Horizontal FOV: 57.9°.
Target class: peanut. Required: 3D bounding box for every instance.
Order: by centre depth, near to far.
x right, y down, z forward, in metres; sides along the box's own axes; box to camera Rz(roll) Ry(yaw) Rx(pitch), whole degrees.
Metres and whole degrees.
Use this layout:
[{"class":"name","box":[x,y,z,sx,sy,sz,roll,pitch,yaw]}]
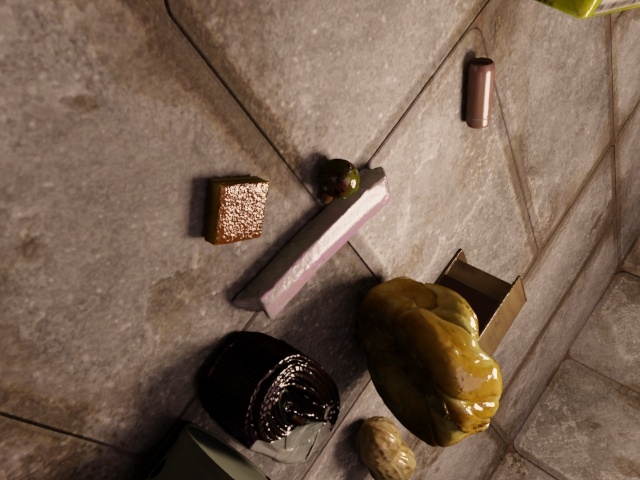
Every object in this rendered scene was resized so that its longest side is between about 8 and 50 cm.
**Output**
[{"class":"peanut","box":[0.164,0.530,1.448,0.298,0.136,0.120,65,33,-45]}]

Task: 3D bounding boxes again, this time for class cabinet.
[{"class":"cabinet","box":[0.374,0.169,1.433,0.215,0.175,0.148,-53,142,-12]}]

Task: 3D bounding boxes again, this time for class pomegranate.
[{"class":"pomegranate","box":[0.024,-0.096,0.957,0.085,0.073,0.073,-39,144,10]}]

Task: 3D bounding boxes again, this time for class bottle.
[{"class":"bottle","box":[0.327,-0.299,1.185,0.053,0.053,0.140,-35,135,-31]}]

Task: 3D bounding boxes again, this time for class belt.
[{"class":"belt","box":[-0.068,0.280,1.003,0.184,0.164,0.289,-61,143,-15]}]

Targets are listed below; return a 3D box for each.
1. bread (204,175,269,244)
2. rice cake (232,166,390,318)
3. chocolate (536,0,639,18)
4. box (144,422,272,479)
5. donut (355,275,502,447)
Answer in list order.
[{"class":"bread","box":[-0.123,-0.045,0.841,0.090,0.035,0.094,-13,122,-44]},{"class":"rice cake","box":[0.000,0.000,0.996,0.365,0.056,0.072,-45,138,-21]},{"class":"chocolate","box":[0.425,-0.497,0.994,0.301,0.289,0.137,-26,141,-37]},{"class":"box","box":[-0.172,0.421,0.917,0.149,0.226,0.226,-52,142,-13]},{"class":"donut","box":[0.210,0.239,1.172,0.170,0.360,0.360,-21,128,-21]}]
